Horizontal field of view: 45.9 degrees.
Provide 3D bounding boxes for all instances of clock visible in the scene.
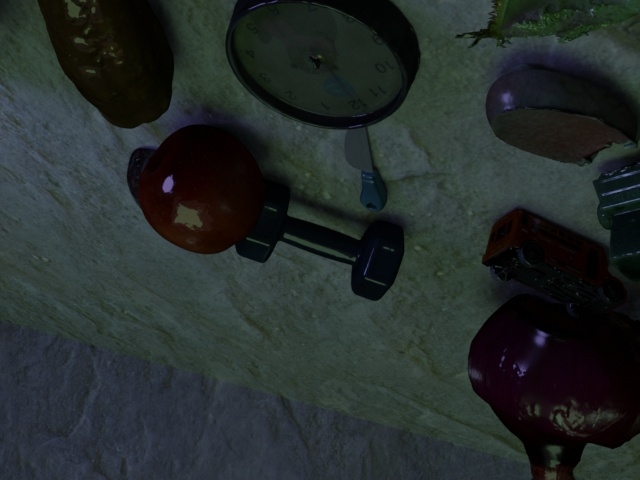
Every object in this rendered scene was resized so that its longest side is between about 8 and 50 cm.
[{"bbox_3d":[0.000,-0.260,1.081,0.280,0.055,0.281,13,153,7],"label":"clock"}]

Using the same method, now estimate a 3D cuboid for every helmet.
[{"bbox_3d":[-0.315,-0.094,1.517,0.177,0.107,0.153,31,153,-28],"label":"helmet"}]

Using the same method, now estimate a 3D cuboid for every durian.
[{"bbox_3d":[0.263,-0.271,0.861,0.215,0.100,0.086,-5,144,24],"label":"durian"}]

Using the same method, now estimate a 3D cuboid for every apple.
[{"bbox_3d":[-0.211,-0.090,1.339,0.218,0.218,0.201,-13,139,44],"label":"apple"}]

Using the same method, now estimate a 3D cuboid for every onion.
[{"bbox_3d":[0.468,0.324,1.519,0.398,0.420,0.398,14,-171,-2],"label":"onion"}]

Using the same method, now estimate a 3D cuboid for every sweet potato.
[{"bbox_3d":[-0.311,-0.306,1.060,0.157,0.158,0.370,10,154,13],"label":"sweet potato"}]

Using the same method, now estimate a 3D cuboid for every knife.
[{"bbox_3d":[0.073,-0.133,1.320,0.058,0.032,0.244,13,150,25],"label":"knife"}]

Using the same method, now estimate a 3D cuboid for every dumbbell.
[{"bbox_3d":[0.000,0.000,1.482,0.324,0.160,0.144,18,122,-6],"label":"dumbbell"}]

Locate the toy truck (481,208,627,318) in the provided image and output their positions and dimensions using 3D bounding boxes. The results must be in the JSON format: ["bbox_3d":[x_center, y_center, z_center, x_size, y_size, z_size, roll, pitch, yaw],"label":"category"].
[{"bbox_3d":[0.427,0.044,1.364,0.252,0.114,0.107,24,152,-12],"label":"toy truck"}]

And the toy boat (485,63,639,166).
[{"bbox_3d":[0.332,-0.180,1.048,0.227,0.085,0.155,15,164,-24],"label":"toy boat"}]

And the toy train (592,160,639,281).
[{"bbox_3d":[0.544,-0.041,1.065,0.138,0.178,0.330,33,148,-31],"label":"toy train"}]
